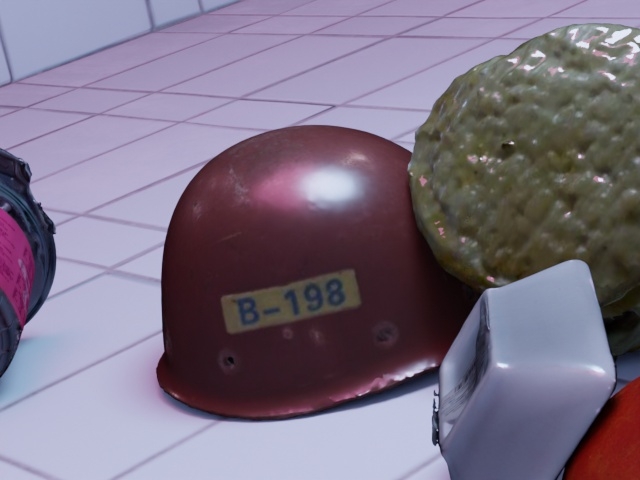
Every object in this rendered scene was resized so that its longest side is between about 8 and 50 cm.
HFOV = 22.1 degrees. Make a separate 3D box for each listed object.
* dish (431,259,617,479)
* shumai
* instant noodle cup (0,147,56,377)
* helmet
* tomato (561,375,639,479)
[{"bbox_3d":[0.138,0.113,1.244,0.080,0.182,0.243,27,19,-6],"label":"dish"},{"bbox_3d":[0.272,-0.032,1.519,0.330,0.292,0.288,18,1,39],"label":"shumai"},{"bbox_3d":[-0.409,0.059,1.716,0.258,0.302,0.181,16,27,-17],"label":"instant noodle cup"},{"bbox_3d":[0.000,0.000,1.613,0.385,0.230,0.337,-10,18,13],"label":"helmet"},{"bbox_3d":[0.279,0.150,1.117,0.233,0.139,0.200,-18,25,-19],"label":"tomato"}]
